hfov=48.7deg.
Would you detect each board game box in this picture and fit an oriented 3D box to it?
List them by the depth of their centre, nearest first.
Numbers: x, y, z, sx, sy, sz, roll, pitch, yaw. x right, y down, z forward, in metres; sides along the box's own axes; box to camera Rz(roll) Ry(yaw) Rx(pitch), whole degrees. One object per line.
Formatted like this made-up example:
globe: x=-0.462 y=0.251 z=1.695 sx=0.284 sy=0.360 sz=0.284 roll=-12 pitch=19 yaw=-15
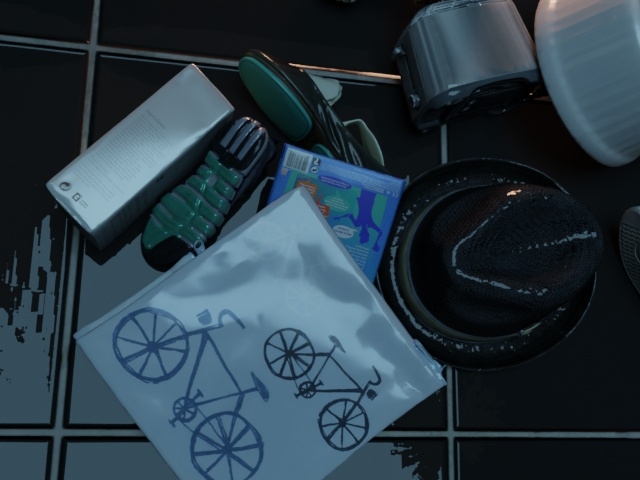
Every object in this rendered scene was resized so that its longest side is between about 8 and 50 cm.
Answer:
board game box: x=0.000 y=0.000 z=0.897 sx=0.160 sy=0.047 sz=0.210 roll=17 pitch=96 yaw=-4

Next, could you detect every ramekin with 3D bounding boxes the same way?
ramekin: x=0.436 y=-0.254 z=0.987 sx=0.277 sy=0.135 sz=0.277 roll=14 pitch=68 yaw=-38

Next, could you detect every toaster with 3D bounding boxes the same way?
toaster: x=0.213 y=-0.255 z=0.999 sx=0.227 sy=0.129 sz=0.146 roll=-16 pitch=80 yaw=-16

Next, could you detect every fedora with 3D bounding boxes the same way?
fedora: x=0.246 y=0.017 z=0.936 sx=0.334 sy=0.152 sz=0.334 roll=3 pitch=77 yaw=-12

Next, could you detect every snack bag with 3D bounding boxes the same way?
snack bag: x=-0.068 y=0.142 z=0.855 sx=0.342 sy=0.037 sz=0.323 roll=-37 pitch=92 yaw=-4

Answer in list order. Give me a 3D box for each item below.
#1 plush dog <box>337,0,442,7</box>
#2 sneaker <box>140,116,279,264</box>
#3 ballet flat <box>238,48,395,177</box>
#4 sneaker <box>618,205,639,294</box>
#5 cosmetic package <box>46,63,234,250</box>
plush dog: x=0.138 y=-0.448 z=0.974 sx=0.225 sy=0.210 sz=0.262 roll=27 pitch=73 yaw=1
sneaker: x=-0.133 y=-0.052 z=0.910 sx=0.083 sy=0.098 sz=0.224 roll=45 pitch=97 yaw=17
ballet flat: x=0.005 y=-0.152 z=0.956 sx=0.096 sy=0.095 sz=0.280 roll=-42 pitch=100 yaw=-27
sneaker: x=0.543 y=0.041 z=1.026 sx=0.151 sy=0.094 sz=0.256 roll=-29 pitch=96 yaw=-11
cosmetic package: x=-0.217 y=-0.101 z=0.877 sx=0.231 sy=0.117 sz=0.085 roll=-44 pitch=91 yaw=-16
